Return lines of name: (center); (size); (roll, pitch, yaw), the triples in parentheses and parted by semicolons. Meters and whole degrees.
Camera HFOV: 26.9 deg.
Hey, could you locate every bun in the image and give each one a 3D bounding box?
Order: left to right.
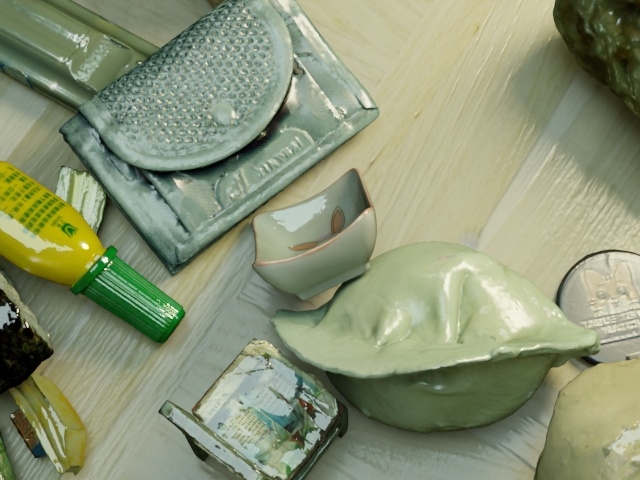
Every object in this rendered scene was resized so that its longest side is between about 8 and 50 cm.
bun: (0.394, 0.284, 1.431); (0.362, 0.234, 0.326); (17, 87, -12)

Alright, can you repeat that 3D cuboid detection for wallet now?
wallet: (-0.122, -0.152, 1.663); (0.342, 0.075, 0.237); (-38, 90, -11)

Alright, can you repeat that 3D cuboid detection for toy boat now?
toy boat: (-0.333, 0.204, 1.574); (0.066, 0.065, 0.172); (-44, 68, 11)

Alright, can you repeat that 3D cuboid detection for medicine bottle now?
medicine bottle: (-0.299, 0.017, 1.607); (0.309, 0.076, 0.111); (34, 50, 1)

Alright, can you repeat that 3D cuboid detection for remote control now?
remote control: (-0.333, -0.250, 1.738); (0.335, 0.065, 0.128); (29, 71, 11)

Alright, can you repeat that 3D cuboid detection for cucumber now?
cucumber: (-0.301, -0.035, 1.674); (0.067, 0.035, 0.107); (10, 79, -1)

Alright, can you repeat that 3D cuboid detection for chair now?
chair: (-0.063, 0.193, 1.457); (0.136, 0.270, 0.147); (35, 76, 15)

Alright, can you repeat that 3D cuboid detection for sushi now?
sushi: (-0.410, 0.088, 1.562); (0.127, 0.124, 0.225); (-38, 47, -7)

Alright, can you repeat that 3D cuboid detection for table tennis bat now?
table tennis bat: (0.369, 0.120, 1.601); (0.150, 0.027, 0.236); (-12, 67, -3)

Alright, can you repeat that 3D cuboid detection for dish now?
dish: (0.000, 0.000, 1.576); (0.151, 0.212, 0.077); (-26, 107, 5)

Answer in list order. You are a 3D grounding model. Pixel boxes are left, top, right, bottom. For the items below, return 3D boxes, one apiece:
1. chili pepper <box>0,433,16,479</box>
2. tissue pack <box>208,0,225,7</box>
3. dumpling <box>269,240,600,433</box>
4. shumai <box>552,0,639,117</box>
chili pepper: (-0.361, 0.316, 1.536); (0.088, 0.059, 0.227); (-29, 73, -13)
tissue pack: (-0.077, -0.424, 1.742); (0.234, 0.159, 0.125); (-39, 73, -12)
dumpling: (0.141, 0.124, 1.519); (0.320, 0.212, 0.270); (-28, 34, 0)
shumai: (0.450, -0.191, 1.639); (0.329, 0.292, 0.289); (1, 106, 10)
